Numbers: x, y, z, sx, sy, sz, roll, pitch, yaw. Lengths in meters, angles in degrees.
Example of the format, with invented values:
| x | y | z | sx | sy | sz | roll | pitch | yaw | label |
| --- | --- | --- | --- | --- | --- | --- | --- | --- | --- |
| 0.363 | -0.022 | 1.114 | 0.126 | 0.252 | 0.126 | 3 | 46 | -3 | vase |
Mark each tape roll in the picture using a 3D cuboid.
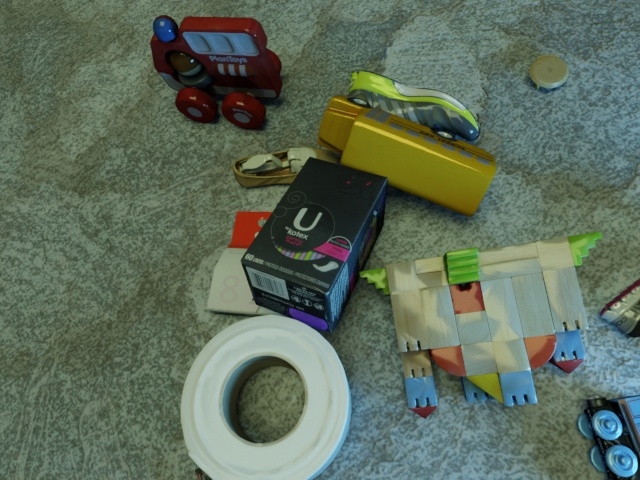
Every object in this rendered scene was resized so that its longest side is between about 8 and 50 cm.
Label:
| x | y | z | sx | sy | sz | roll | pitch | yaw | label |
| --- | --- | --- | --- | --- | --- | --- | --- | --- | --- |
| -0.090 | 0.279 | 0.800 | 0.286 | 0.100 | 0.286 | -2 | 64 | 5 | tape roll |

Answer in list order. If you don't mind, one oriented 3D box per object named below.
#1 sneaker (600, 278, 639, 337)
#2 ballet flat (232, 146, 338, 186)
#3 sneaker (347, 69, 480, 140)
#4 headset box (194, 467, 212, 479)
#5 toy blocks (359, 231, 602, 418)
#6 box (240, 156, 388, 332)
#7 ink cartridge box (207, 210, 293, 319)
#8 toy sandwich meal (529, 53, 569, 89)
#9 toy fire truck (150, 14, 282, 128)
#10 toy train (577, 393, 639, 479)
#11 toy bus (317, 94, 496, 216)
| x | y | z | sx | sy | sz | roll | pitch | yaw | label |
| --- | --- | --- | --- | --- | --- | --- | --- | --- | --- |
| 0.554 | 0.100 | 0.768 | 0.170 | 0.063 | 0.075 | -35 | 73 | -4 | sneaker |
| -0.079 | -0.161 | 0.999 | 0.232 | 0.073 | 0.080 | -11 | 68 | 8 | ballet flat |
| 0.182 | -0.253 | 0.974 | 0.299 | 0.111 | 0.121 | 23 | 92 | 21 | sneaker |
| -0.178 | 0.421 | 0.820 | 0.083 | 0.032 | 0.062 | -28 | 65 | 2 | headset box |
| 0.272 | 0.150 | 0.766 | 0.381 | 0.191 | 0.261 | -10 | 79 | 9 | toy blocks |
| 0.000 | 0.000 | 0.844 | 0.165 | 0.143 | 0.270 | 18 | 56 | 17 | box |
| -0.115 | 0.039 | 0.942 | 0.189 | 0.066 | 0.233 | 2 | 74 | 13 | ink cartridge box |
| 0.477 | -0.352 | 0.976 | 0.085 | 0.029 | 0.086 | -3 | 73 | 10 | toy sandwich meal |
| -0.236 | -0.393 | 1.024 | 0.302 | 0.254 | 0.170 | 11 | 72 | 16 | toy fire truck |
| 0.467 | 0.321 | 0.693 | 0.105 | 0.080 | 0.184 | -11 | 67 | 2 | toy train |
| 0.153 | -0.167 | 0.886 | 0.332 | 0.108 | 0.130 | 23 | 31 | 6 | toy bus |
